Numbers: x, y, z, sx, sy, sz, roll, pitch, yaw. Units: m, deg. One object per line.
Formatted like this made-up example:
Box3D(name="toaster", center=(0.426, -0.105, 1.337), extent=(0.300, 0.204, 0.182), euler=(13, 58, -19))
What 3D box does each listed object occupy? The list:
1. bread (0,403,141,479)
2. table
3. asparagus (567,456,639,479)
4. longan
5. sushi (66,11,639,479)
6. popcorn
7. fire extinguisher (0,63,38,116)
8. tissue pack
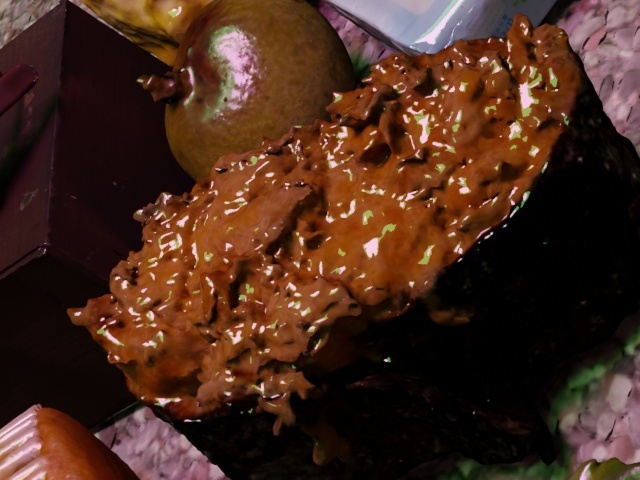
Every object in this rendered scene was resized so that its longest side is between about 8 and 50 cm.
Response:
Box3D(name="bread", center=(-0.148, 0.242, 1.253), extent=(0.156, 0.204, 0.288), euler=(-35, 42, -5))
Box3D(name="table", center=(-0.226, 0.010, 1.496), extent=(0.282, 0.196, 0.250), euler=(-32, 45, 32))
Box3D(name="asparagus", center=(0.115, 0.194, 1.086), extent=(0.287, 0.080, 0.080), euler=(-42, 40, 19))
Box3D(name="longan", center=(-0.055, -0.109, 1.409), extent=(0.145, 0.176, 0.155), euler=(-39, 50, 44))
Box3D(name="sushi", center=(0.046, 0.030, 1.161), extent=(0.348, 0.207, 0.234), euler=(-35, 50, 10))
Box3D(name="popcorn", center=(-0.113, -0.220, 1.532), extent=(0.155, 0.197, 0.197), euler=(-41, 39, 33))
Box3D(name="fire extinguisher", center=(-0.339, -0.046, 1.430), extent=(0.337, 0.106, 0.147), euler=(-22, 27, 40))
Box3D(name="tissue pack", center=(0.132, -0.243, 1.373), extent=(0.263, 0.089, 0.177), euler=(-52, 39, 2))
